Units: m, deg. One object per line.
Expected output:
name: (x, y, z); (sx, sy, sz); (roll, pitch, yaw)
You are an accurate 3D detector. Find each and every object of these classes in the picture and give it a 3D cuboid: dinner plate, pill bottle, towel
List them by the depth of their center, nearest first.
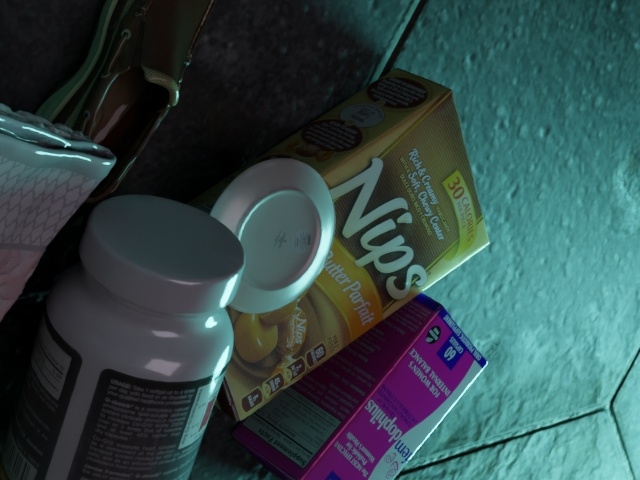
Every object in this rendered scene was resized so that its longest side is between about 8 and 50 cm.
towel: (-0.310, 0.035, 1.418); (0.317, 0.053, 0.332); (-54, 162, 8)
pill bottle: (-0.163, 0.112, 1.627); (0.162, 0.162, 0.278); (-4, 126, -40)
dinner plate: (-0.040, -0.002, 1.697); (0.141, 0.017, 0.141); (-16, 117, -34)

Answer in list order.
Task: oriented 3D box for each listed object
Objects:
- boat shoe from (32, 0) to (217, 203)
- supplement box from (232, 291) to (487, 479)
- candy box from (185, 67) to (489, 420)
boat shoe: (-0.141, -0.139, 1.604); (0.095, 0.095, 0.257); (33, 87, -45)
supplement box: (0.039, 0.152, 1.895); (0.220, 0.114, 0.111); (-50, 135, -9)
candy box: (0.000, 0.000, 1.801); (0.316, 0.087, 0.183); (-34, 128, -23)
